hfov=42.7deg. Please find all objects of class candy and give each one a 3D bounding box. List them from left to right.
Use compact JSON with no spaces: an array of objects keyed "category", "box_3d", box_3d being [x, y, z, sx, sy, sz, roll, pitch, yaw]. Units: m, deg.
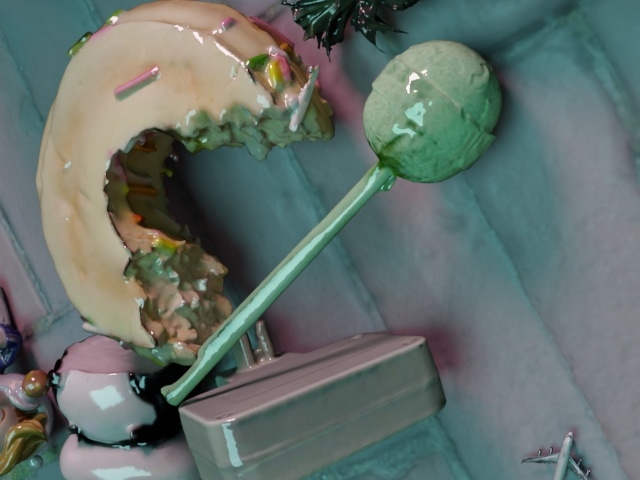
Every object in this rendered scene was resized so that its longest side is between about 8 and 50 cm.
[{"category":"candy","box_3d":[0.000,0.000,0.763,0.119,0.119,0.440,44,101,13]}]

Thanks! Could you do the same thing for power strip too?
[{"category":"power strip","box_3d":[-0.034,0.148,0.843,0.261,0.229,0.141,-14,95,68]}]

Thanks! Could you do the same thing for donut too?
[{"category":"donut","box_3d":[-0.160,-0.074,0.866,0.307,0.150,0.371,36,112,23]}]

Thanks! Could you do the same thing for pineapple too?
[{"category":"pineapple","box_3d":[0.072,-0.242,0.725,0.251,0.125,0.125,-21,93,38]}]

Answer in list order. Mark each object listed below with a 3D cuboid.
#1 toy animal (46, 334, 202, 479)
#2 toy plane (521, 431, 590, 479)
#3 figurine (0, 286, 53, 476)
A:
[{"category":"toy animal","box_3d":[-0.224,0.234,1.007,0.187,0.165,0.235,-1,102,14]},{"category":"toy plane","box_3d":[0.239,0.224,0.809,0.078,0.024,0.084,18,107,26]},{"category":"figurine","box_3d":[-0.481,0.201,1.184,0.194,0.133,0.274,-40,76,10]}]
